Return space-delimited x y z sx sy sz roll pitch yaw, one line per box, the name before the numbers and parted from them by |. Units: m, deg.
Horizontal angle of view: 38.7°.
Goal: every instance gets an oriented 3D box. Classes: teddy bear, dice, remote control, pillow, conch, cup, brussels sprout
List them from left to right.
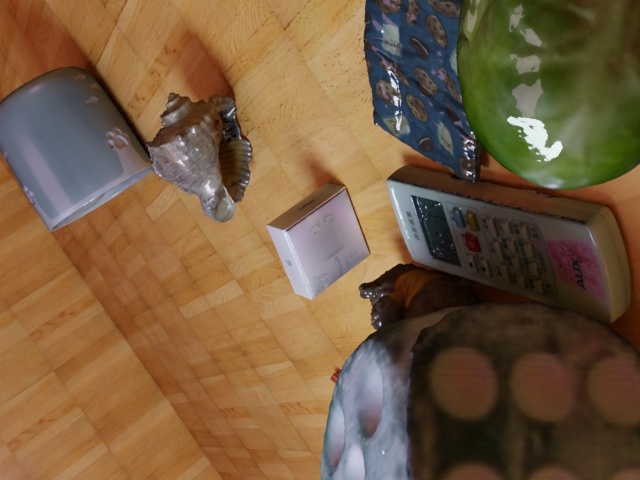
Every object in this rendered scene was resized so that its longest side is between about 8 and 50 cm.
cup | -0.528 -0.209 1.966 0.274 0.259 0.357 58 -175 -6
conch | -0.189 -0.142 1.496 0.163 0.178 0.245 24 143 53
pillow | 0.120 -0.198 1.069 0.189 0.034 0.256 35 148 35
teddy bear | 0.144 0.094 1.278 0.190 0.177 0.140 24 102 54
dice | 0.195 0.279 1.055 0.348 0.328 0.330 118 155 -56
remote control | 0.221 -0.002 1.120 0.344 0.050 0.145 18 137 52
brussels sprout | 0.209 -0.164 0.755 0.244 0.244 0.244 40 151 28

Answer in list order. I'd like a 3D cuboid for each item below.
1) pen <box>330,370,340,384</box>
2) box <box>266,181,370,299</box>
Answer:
pen | 0.108 0.331 1.747 0.239 0.028 0.028 38 150 29
box | 0.000 0.000 1.405 0.051 0.130 0.129 16 135 50
